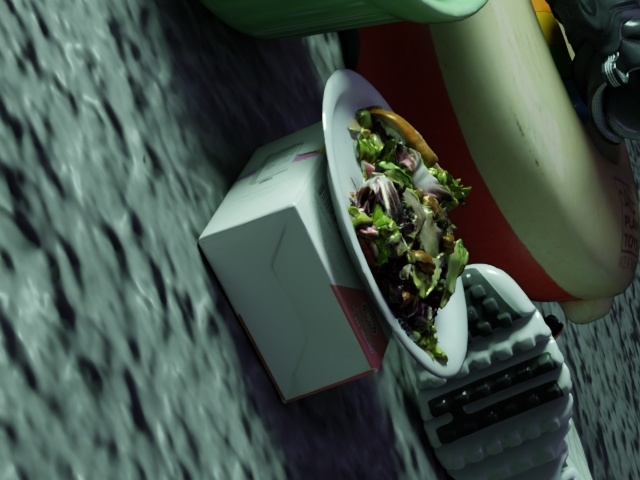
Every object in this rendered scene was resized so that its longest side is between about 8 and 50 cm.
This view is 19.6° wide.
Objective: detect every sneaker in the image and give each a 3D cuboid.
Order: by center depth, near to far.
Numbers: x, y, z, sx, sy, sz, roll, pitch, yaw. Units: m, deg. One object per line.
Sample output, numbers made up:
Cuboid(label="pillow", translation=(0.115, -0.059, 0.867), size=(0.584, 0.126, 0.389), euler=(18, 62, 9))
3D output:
Cuboid(label="sneaker", translation=(0.141, 0.140, 1.344), size=(0.118, 0.110, 0.292), euler=(-89, 161, -65))
Cuboid(label="sneaker", translation=(0.251, -0.144, 1.446), size=(0.268, 0.101, 0.153), euler=(17, 54, -59))

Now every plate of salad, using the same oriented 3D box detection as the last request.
Cuboid(label="plate of salad", translation=(0.056, -0.014, 1.124), size=(0.200, 0.048, 0.200), euler=(54, 25, -40))

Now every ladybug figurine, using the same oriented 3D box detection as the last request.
Cuboid(label="ladybug figurine", translation=(0.126, -0.139, 1.498), size=(0.305, 0.162, 0.449), euler=(18, 53, -66))

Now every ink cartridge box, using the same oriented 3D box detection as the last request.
Cuboid(label="ink cartridge box", translation=(0.000, 0.000, 1.138), size=(0.115, 0.067, 0.198), euler=(64, 20, -15))

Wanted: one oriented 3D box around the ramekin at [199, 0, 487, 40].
Cuboid(label="ramekin", translation=(-0.005, -0.276, 1.216), size=(0.303, 0.148, 0.303), euler=(31, 54, -55))

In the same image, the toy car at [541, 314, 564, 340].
Cuboid(label="toy car", translation=(0.185, 0.063, 1.616), size=(0.122, 0.060, 0.040), euler=(-64, 162, -57))
